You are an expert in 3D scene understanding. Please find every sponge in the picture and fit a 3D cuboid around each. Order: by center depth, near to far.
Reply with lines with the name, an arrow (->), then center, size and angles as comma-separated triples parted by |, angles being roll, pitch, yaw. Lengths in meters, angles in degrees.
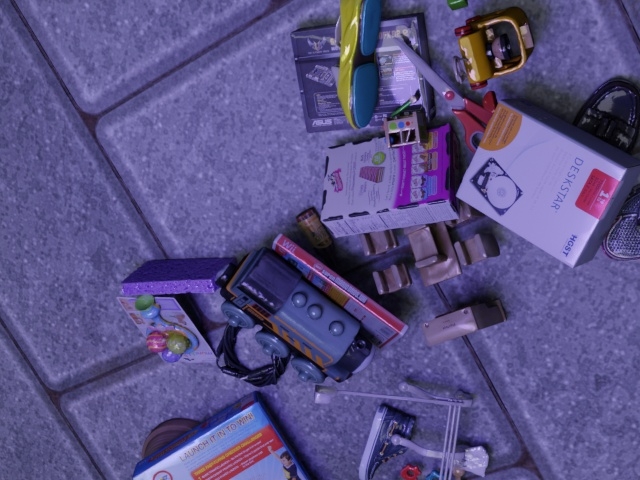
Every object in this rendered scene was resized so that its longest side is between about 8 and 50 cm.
sponge -> -0.284, 0.071, 1.803 | 0.210, 0.117, 0.031 | -3, 111, 21

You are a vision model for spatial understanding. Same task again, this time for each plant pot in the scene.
plant pot -> -0.308, 0.528, 2.007 | 0.238, 0.110, 0.237 | 7, 113, 16

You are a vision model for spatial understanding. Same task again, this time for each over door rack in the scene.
over door rack -> 0.119, 0.395, 1.716 | 0.324, 0.108, 0.239 | 5, 95, -15

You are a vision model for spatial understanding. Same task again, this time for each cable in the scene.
cable -> -0.134, 0.226, 1.853 | 0.151, 0.047, 0.184 | 32, 118, 5

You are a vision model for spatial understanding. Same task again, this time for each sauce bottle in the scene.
sauce bottle -> 0.000, 0.000, 1.714 | 0.042, 0.042, 0.128 | -27, 102, 27

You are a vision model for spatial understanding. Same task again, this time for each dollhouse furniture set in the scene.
dollhouse furniture set -> 0.227, 0.055, 1.625 | 0.212, 0.161, 0.242 | -23, 80, 26

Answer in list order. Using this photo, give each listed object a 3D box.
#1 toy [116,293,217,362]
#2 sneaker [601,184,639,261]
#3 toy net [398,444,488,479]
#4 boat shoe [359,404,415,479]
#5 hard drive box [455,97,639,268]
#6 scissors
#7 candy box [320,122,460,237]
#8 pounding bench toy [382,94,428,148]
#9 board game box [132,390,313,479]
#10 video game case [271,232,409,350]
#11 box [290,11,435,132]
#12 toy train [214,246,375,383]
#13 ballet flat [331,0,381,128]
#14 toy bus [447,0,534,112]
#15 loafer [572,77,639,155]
toy -> -0.320, 0.203, 1.851 | 0.137, 0.056, 0.237 | -1, 137, 21
sneaker -> 0.575, -0.053, 1.427 | 0.299, 0.112, 0.120 | -35, 88, 38
toy net -> 0.247, 0.469, 1.818 | 0.122, 0.045, 0.232 | 42, 117, 2
boat shoe -> 0.135, 0.428, 1.827 | 0.083, 0.065, 0.183 | 18, 116, 11
hard drive box -> 0.360, -0.096, 1.424 | 0.232, 0.089, 0.181 | 34, 117, 28
scissors -> 0.224, -0.226, 1.508 | 0.297, 0.021, 0.109 | 28, 118, -11
candy box -> 0.123, -0.102, 1.558 | 0.234, 0.159, 0.071 | -8, 149, 23
pounding bench toy -> 0.138, -0.200, 1.507 | 0.065, 0.052, 0.083 | -7, 92, 23
board game box -> -0.186, 0.530, 1.901 | 0.308, 0.086, 0.301 | -31, 99, -1
video game case -> 0.026, 0.102, 1.678 | 0.285, 0.204, 0.025 | 36, 74, 3
box -> 0.074, -0.289, 1.557 | 0.231, 0.056, 0.183 | -3, 110, 20
toy train -> -0.048, 0.148, 1.691 | 0.334, 0.142, 0.190 | 39, 155, -8
ballet flat -> 0.055, -0.304, 1.492 | 0.077, 0.077, 0.230 | 19, 115, 35
toy bus -> 0.280, -0.307, 1.403 | 0.104, 0.191, 0.202 | -13, 62, 24
loafer -> 0.438, -0.117, 1.472 | 0.109, 0.095, 0.302 | 27, 118, 8
